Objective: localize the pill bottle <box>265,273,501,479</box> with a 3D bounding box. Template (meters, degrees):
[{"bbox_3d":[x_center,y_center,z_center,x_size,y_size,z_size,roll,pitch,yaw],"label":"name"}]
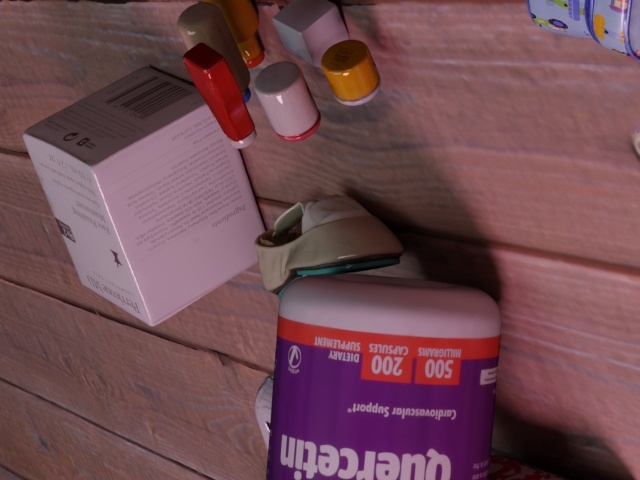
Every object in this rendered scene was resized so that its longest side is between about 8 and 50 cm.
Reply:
[{"bbox_3d":[0.046,0.193,1.497,0.181,0.181,0.323,8,95,59],"label":"pill bottle"}]

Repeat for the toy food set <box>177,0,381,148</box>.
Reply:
[{"bbox_3d":[-0.038,-0.135,1.516,0.232,0.111,0.104,33,157,42],"label":"toy food set"}]

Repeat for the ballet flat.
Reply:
[{"bbox_3d":[0.000,0.000,1.641,0.086,0.086,0.248,60,156,-3],"label":"ballet flat"}]

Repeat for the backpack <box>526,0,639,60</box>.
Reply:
[{"bbox_3d":[0.194,-0.165,0.962,0.117,0.173,0.158,44,151,30],"label":"backpack"}]

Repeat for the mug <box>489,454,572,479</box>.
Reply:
[{"bbox_3d":[0.190,0.259,1.537,0.169,0.113,0.150,20,134,59],"label":"mug"}]

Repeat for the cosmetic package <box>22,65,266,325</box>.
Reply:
[{"bbox_3d":[-0.167,-0.045,1.802,0.151,0.151,0.183,25,140,52],"label":"cosmetic package"}]

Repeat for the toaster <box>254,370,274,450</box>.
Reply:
[{"bbox_3d":[0.039,0.180,1.681,0.129,0.146,0.227,24,139,53],"label":"toaster"}]
